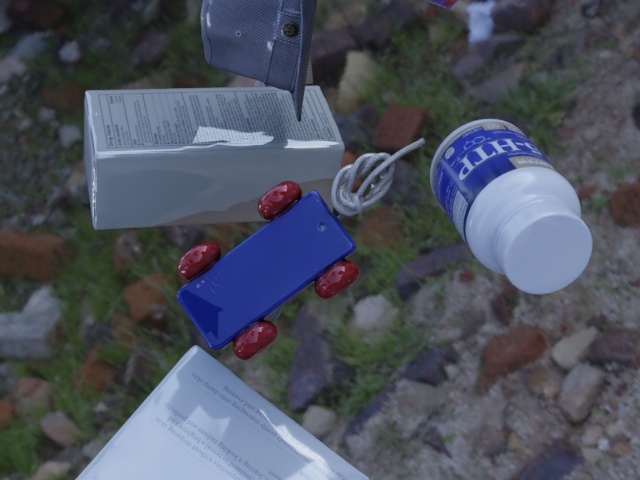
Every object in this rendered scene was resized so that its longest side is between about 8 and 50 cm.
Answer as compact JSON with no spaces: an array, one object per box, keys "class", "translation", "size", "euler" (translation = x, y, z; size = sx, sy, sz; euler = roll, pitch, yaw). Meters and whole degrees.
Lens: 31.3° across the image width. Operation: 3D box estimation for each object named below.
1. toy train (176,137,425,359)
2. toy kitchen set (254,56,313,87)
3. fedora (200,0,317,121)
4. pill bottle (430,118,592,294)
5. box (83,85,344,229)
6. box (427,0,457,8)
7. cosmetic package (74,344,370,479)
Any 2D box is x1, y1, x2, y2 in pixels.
[{"class":"toy train","translation":[0.000,0.000,1.014],"size":[0.248,0.143,0.105],"euler":[-37,83,5]},{"class":"toy kitchen set","translation":[-0.060,-0.255,1.633],"size":[0.068,0.083,0.075],"euler":[-3,97,23]},{"class":"fedora","translation":[-0.071,-0.275,1.297],"size":[0.124,0.275,0.244],"euler":[4,48,-6]},{"class":"pill bottle","translation":[0.183,-0.032,1.090],"size":[0.112,0.112,0.187],"euler":[-41,30,9]},{"class":"box","translation":[-0.141,-0.109,1.458],"size":[0.311,0.121,0.148],"euler":[-3,42,-14]},{"class":"box","translation":[0.018,-0.358,1.106],"size":[0.057,0.201,0.293],"euler":[-44,72,23]},{"class":"cosmetic package","translation":[-0.155,0.313,1.017],"size":[0.217,0.156,0.385],"euler":[38,65,10]}]
